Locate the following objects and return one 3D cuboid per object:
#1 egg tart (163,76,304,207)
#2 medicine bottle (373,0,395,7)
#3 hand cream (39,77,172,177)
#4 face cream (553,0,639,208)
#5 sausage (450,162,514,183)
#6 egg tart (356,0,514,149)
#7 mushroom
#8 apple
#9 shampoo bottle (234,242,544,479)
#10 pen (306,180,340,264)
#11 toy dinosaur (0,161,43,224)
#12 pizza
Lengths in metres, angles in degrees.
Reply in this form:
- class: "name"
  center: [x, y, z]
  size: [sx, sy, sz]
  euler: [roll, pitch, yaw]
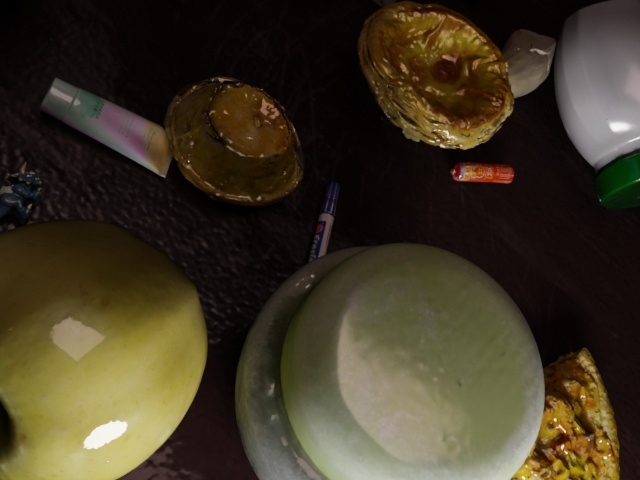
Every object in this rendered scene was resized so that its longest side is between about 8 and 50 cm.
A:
- class: "egg tart"
  center: [-0.109, -0.145, 0.930]
  size: [0.213, 0.090, 0.212]
  euler: [15, 59, -26]
- class: "medicine bottle"
  center: [0.106, -0.516, 1.142]
  size: [0.171, 0.201, 0.052]
  euler: [32, 55, -13]
- class: "hand cream"
  center: [-0.272, -0.151, 0.877]
  size: [0.174, 0.047, 0.076]
  euler: [27, 55, -25]
- class: "face cream"
  center: [0.588, -0.258, 1.272]
  size: [0.313, 0.219, 0.356]
  euler: [1, 71, -34]
- class: "sausage"
  center: [0.274, -0.117, 1.155]
  size: [0.130, 0.034, 0.034]
  euler: [0, 68, -28]
- class: "egg tart"
  center: [0.182, -0.265, 1.118]
  size: [0.295, 0.116, 0.294]
  euler: [8, 63, -15]
- class: "mushroom"
  center: [0.363, -0.321, 1.259]
  size: [0.247, 0.096, 0.108]
  euler: [-39, 112, -32]
- class: "apple"
  center: [-0.241, 0.102, 0.656]
  size: [0.263, 0.262, 0.262]
  euler: [11, 64, -24]
- class: "shampoo bottle"
  center: [0.064, 0.170, 0.755]
  size: [0.323, 0.317, 0.322]
  euler: [6, 65, -14]
- class: "pen"
  center: [0.000, 0.000, 0.962]
  size: [0.025, 0.025, 0.204]
  euler: [23, 59, -18]
- class: "toy dinosaur"
  center: [-0.359, -0.051, 0.789]
  size: [0.047, 0.030, 0.083]
  euler: [27, 58, -15]
- class: "pizza"
  center: [0.374, 0.317, 0.990]
  size: [0.269, 0.087, 0.257]
  euler: [-19, 82, -36]
